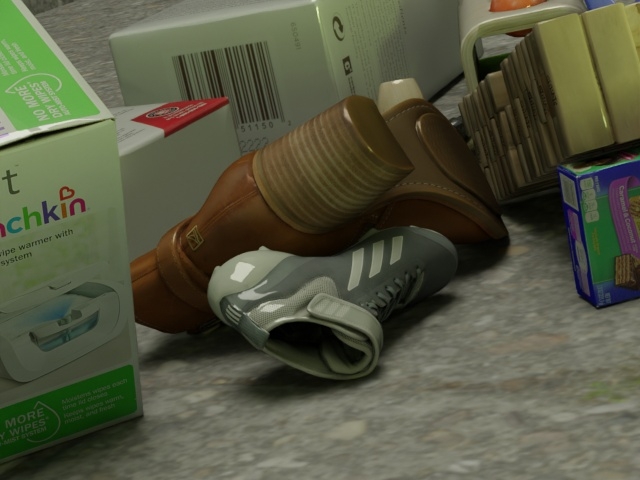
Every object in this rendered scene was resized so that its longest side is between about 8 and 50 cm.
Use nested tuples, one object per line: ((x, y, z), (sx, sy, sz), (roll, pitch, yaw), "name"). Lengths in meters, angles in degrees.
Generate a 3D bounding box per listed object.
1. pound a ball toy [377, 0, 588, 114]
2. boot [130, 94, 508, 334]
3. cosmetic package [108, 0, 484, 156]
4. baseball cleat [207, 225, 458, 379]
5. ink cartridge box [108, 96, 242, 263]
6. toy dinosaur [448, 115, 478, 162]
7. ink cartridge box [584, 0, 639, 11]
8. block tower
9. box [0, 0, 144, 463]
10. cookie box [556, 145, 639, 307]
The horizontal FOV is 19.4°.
((0.159, -0.186, 1.802), (0.208, 0.136, 0.319), (-10, 14, 7), "pound a ball toy")
((0.000, 0.000, 1.332), (0.220, 0.109, 0.283), (-35, -15, 21), "boot")
((-0.008, -0.201, 1.938), (0.230, 0.162, 0.453), (-6, 16, 24), "cosmetic package")
((0.026, 0.045, 1.204), (0.206, 0.072, 0.109), (-9, 42, -37), "baseball cleat")
((-0.226, -0.034, 1.578), (0.272, 0.114, 0.197), (-2, 19, 32), "ink cartridge box")
((0.128, -0.083, 1.601), (0.268, 0.064, 0.118), (-14, 8, 1), "toy dinosaur")
((0.421, -0.287, 1.671), (0.395, 0.270, 0.151), (-14, -23, -15), "ink cartridge box")
((0.177, -0.092, 1.347), (0.091, 0.097, 0.335), (-14, -2, -5), "block tower")
((-0.225, -0.031, 1.173), (0.126, 0.231, 0.262), (-18, 39, -21), "box")
((0.214, -0.015, 1.203), (0.107, 0.092, 0.040), (-15, 18, -9), "cookie box")
